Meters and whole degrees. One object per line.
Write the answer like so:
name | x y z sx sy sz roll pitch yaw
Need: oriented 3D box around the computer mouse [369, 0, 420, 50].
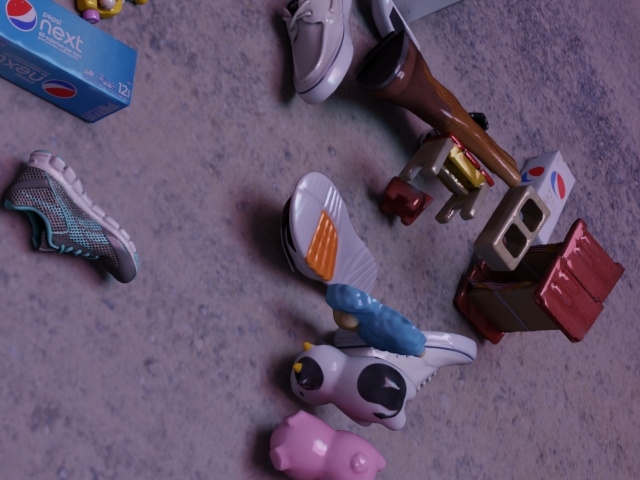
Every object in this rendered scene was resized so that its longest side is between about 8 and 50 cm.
computer mouse | 0.091 -0.354 1.577 0.193 0.042 0.106 53 8 -30

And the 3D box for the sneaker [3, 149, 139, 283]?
sneaker | -0.255 -0.009 1.047 0.166 0.065 0.076 51 60 -22

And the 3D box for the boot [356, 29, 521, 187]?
boot | 0.176 -0.169 1.487 0.280 0.096 0.264 45 7 -9

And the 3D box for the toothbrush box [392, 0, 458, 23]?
toothbrush box | 0.257 -0.469 1.694 0.295 0.216 0.126 -35 104 -49

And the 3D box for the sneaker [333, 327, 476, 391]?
sneaker | 0.116 0.168 1.415 0.258 0.094 0.091 8 80 -40

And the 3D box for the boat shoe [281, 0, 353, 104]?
boat shoe | -0.009 -0.306 1.412 0.088 0.096 0.268 34 52 -35

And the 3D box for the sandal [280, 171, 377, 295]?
sandal | -0.004 0.009 1.334 0.102 0.076 0.265 -64 148 -22

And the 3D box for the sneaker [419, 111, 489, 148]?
sneaker | 0.218 -0.165 1.654 0.170 0.074 0.063 -41 110 -49

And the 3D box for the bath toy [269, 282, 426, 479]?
bath toy | 0.004 0.230 1.206 0.129 0.151 0.348 46 56 -45

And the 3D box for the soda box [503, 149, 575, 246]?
soda box | 0.381 -0.070 1.826 0.074 0.069 0.216 57 41 -20

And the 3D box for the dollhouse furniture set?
dollhouse furniture set | 0.249 -0.016 1.531 0.374 0.201 0.152 47 63 -20

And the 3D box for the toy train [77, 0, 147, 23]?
toy train | -0.246 -0.314 1.160 0.166 0.046 0.125 -34 105 -50

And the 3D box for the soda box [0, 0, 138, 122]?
soda box | -0.290 -0.200 1.050 0.210 0.067 0.071 28 57 -43
